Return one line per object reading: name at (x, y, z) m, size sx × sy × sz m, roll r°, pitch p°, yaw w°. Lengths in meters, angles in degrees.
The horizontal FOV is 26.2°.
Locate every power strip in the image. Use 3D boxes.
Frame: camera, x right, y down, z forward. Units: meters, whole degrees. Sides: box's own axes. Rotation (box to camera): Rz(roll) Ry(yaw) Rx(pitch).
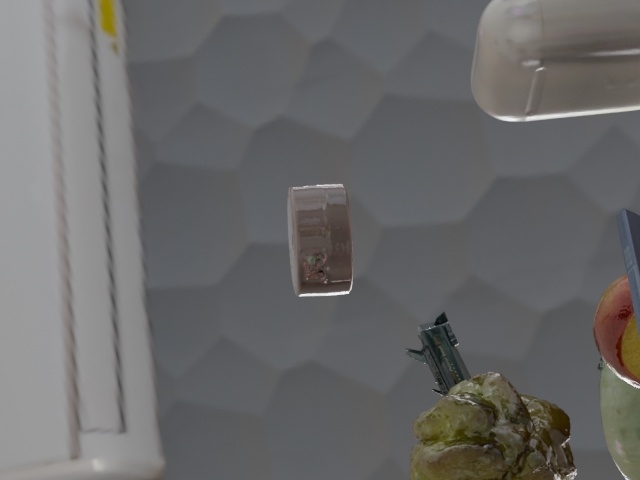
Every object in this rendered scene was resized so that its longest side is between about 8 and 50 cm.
power strip at (0.000, 0.000, 1.823) m, size 0.154 × 0.078 × 0.154 m, roll 177°, pitch 90°, yaw -84°

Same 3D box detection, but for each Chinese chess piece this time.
Chinese chess piece at (0.599, 0.254, 2.230) m, size 0.349 × 0.146 × 0.349 m, roll 7°, pitch -100°, yaw -45°

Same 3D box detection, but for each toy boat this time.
toy boat at (0.248, 0.271, 2.710) m, size 0.093 × 0.103 × 0.246 m, roll -97°, pitch -18°, yaw -87°

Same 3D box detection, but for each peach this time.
peach at (0.481, 0.118, 1.909) m, size 0.192 × 0.190 × 0.190 m, roll -13°, pitch 91°, yaw 64°

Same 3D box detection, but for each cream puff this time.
cream puff at (0.231, 0.301, 1.828) m, size 0.244 × 0.196 × 0.244 m, roll 31°, pitch -145°, yaw -25°

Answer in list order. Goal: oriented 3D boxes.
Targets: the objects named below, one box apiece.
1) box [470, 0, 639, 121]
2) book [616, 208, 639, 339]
box at (0.417, -0.303, 2.186) m, size 0.288 × 0.349 × 0.141 m, roll 87°, pitch 177°, yaw -67°
book at (0.450, 0.080, 1.649) m, size 0.191 × 0.025 × 0.269 m, roll 26°, pitch -147°, yaw -13°
